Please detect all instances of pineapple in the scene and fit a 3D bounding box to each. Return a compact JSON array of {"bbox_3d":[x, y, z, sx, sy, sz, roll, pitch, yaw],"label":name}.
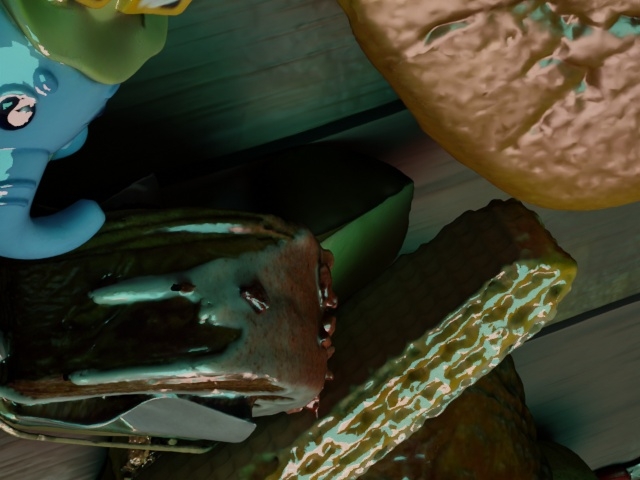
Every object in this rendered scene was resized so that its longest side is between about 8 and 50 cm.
[{"bbox_3d":[-0.121,0.153,1.116,0.114,0.077,0.114,-48,144,-39],"label":"pineapple"}]

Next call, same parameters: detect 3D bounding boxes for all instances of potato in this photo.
[{"bbox_3d":[0.000,0.000,1.010,0.096,0.066,0.103,-25,143,-30],"label":"potato"}]

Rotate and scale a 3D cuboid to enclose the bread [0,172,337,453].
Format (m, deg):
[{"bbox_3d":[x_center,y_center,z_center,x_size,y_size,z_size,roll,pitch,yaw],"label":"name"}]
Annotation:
[{"bbox_3d":[-0.101,0.042,0.900,0.212,0.142,0.224,-14,163,31],"label":"bread"}]

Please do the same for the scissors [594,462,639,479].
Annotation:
[{"bbox_3d":[0.322,0.184,1.476,0.248,0.017,0.144,-46,141,16],"label":"scissors"}]

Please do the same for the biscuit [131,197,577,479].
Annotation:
[{"bbox_3d":[-0.010,0.114,0.984,0.378,0.094,0.054,-40,118,6],"label":"biscuit"}]

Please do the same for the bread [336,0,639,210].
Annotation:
[{"bbox_3d":[0.112,-0.162,0.811,0.236,0.183,0.388,-37,142,12],"label":"bread"}]

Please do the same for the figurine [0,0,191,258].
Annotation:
[{"bbox_3d":[-0.168,-0.079,0.760,0.180,0.154,0.262,15,134,-31],"label":"figurine"}]

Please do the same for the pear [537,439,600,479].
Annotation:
[{"bbox_3d":[0.160,0.243,1.331,0.167,0.136,0.167,-10,126,-15],"label":"pear"}]

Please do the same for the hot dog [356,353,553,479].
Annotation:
[{"bbox_3d":[0.059,0.226,1.137,0.267,0.388,0.174,-18,-174,-29],"label":"hot dog"}]
